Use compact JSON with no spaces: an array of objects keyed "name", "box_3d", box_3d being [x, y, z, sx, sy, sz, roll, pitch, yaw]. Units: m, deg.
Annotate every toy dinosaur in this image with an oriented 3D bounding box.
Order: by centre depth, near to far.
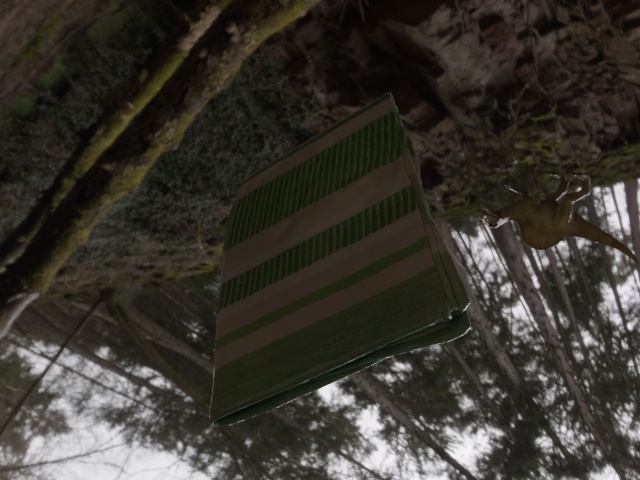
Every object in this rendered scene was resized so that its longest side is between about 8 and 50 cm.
[{"name":"toy dinosaur","box_3d":[0.267,-0.032,0.654,0.183,0.053,0.092,13,-85,0]}]

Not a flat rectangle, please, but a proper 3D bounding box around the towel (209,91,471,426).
[{"name":"towel","box_3d":[0.000,0.000,0.584,0.248,0.038,0.324,-27,-139,19]}]
